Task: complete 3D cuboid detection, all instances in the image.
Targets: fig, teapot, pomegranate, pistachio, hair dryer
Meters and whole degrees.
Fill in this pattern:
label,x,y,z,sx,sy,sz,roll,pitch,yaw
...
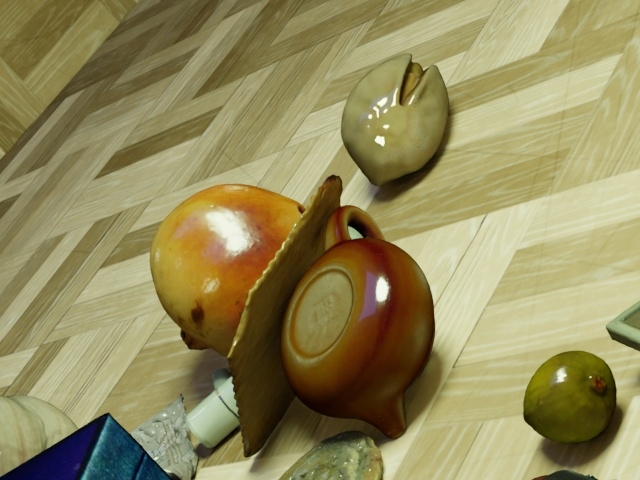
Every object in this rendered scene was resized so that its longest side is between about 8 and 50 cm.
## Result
label,x,y,z,sx,sy,sz,roll,pitch,yaw
fig,0.198,0.130,1.282,0.088,0.074,0.074,-39,15,47
teapot,0.047,0.075,1.546,0.178,0.135,0.252,-32,44,33
pomegranate,-0.091,0.029,1.792,0.209,0.209,0.209,-34,22,16
pistachio,0.094,-0.156,1.961,0.223,0.126,0.152,-67,-3,-50
hair dryer,-0.111,0.174,1.765,0.082,0.047,0.137,-41,15,2

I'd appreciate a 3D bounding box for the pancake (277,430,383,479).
label,x,y,z,sx,sy,sz,roll,pitch,yaw
pancake,-0.005,0.239,1.475,0.158,0.028,0.158,-34,19,13

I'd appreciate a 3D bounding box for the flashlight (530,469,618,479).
label,x,y,z,sx,sy,sz,roll,pitch,yaw
flashlight,0.236,0.194,1.069,0.232,0.093,0.093,-14,33,48

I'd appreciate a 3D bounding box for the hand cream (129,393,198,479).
label,x,y,z,sx,sy,sz,roll,pitch,yaw
hand cream,-0.173,0.241,1.731,0.084,0.050,0.257,-38,15,2

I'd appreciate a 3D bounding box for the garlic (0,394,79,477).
label,x,y,z,sx,sy,sz,roll,pitch,yaw
garlic,-0.393,0.292,1.667,0.322,0.322,0.241,-32,47,22

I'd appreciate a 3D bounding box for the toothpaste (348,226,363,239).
label,x,y,z,sx,sy,sz,roll,pitch,yaw
toothpaste,0.000,0.000,1.934,0.060,0.038,0.233,-44,18,-18

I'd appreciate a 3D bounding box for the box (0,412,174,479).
label,x,y,z,sx,sy,sz,roll,pitch,yaw
box,-0.284,0.317,1.374,0.279,0.116,0.261,-33,22,25

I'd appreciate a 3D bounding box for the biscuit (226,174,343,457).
label,x,y,z,sx,sy,sz,roll,pitch,yaw
biscuit,-0.028,0.080,1.613,0.013,0.232,0.237,19,53,20

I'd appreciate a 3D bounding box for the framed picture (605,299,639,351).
label,x,y,z,sx,sy,sz,roll,pitch,yaw
framed picture,0.379,0.037,1.163,0.240,0.020,0.324,-34,18,-11
